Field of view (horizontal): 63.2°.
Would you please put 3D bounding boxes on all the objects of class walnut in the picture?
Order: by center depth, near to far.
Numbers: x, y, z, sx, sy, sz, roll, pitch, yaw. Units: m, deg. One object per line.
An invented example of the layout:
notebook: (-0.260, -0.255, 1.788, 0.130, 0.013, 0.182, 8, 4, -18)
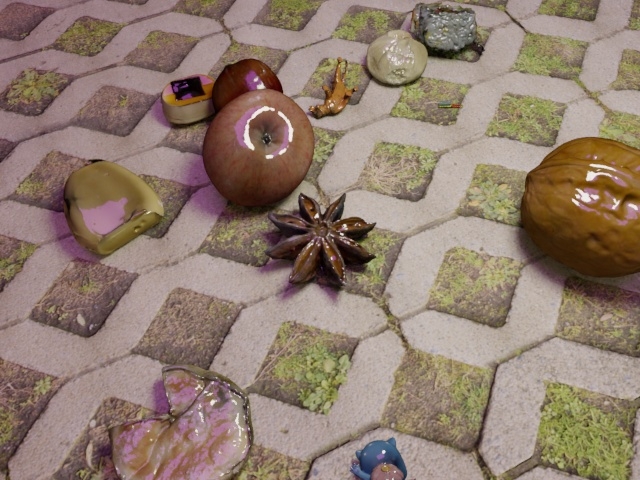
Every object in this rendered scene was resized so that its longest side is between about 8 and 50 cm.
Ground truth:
walnut: (0.731, -0.090, 1.358, 0.398, 0.308, 0.354, 24, 62, 13)

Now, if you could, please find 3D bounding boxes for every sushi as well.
sushi: (0.456, -0.759, 1.846, 0.274, 0.139, 0.184, 4, 37, 1)

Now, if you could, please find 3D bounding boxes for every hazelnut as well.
hazelnut: (-0.242, -0.472, 1.681, 0.230, 0.229, 0.229, -1, 59, 2)

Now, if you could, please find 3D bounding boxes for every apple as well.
apple: (-0.177, -0.272, 1.504, 0.345, 0.269, 0.344, 1, 74, -3)

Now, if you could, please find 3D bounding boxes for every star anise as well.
star anise: (0.000, -0.002, 1.450, 0.332, 0.117, 0.331, 4, 57, -6)

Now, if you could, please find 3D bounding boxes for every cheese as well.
cheese: (-0.640, -0.117, 1.542, 0.260, 0.128, 0.316, -35, 70, -26)

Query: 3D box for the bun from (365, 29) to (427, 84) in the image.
bun: (0.272, -0.649, 1.809, 0.221, 0.134, 0.220, 0, 56, 0)

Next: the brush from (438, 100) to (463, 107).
brush: (0.441, -0.460, 1.755, 0.083, 0.021, 0.018, 4, 57, 4)

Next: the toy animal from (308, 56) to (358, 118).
toy animal: (0.064, -0.520, 1.776, 0.114, 0.116, 0.255, 30, 57, -8)

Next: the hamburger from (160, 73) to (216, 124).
hamburger: (-0.434, -0.477, 1.754, 0.210, 0.116, 0.173, -22, 68, -16)

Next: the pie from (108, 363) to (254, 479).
pie: (-0.316, 0.455, 1.216, 0.338, 0.075, 0.337, 1, 61, -3)

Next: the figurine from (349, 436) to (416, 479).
figurine: (0.147, 0.523, 1.127, 0.114, 0.178, 0.144, -34, 103, 2)
